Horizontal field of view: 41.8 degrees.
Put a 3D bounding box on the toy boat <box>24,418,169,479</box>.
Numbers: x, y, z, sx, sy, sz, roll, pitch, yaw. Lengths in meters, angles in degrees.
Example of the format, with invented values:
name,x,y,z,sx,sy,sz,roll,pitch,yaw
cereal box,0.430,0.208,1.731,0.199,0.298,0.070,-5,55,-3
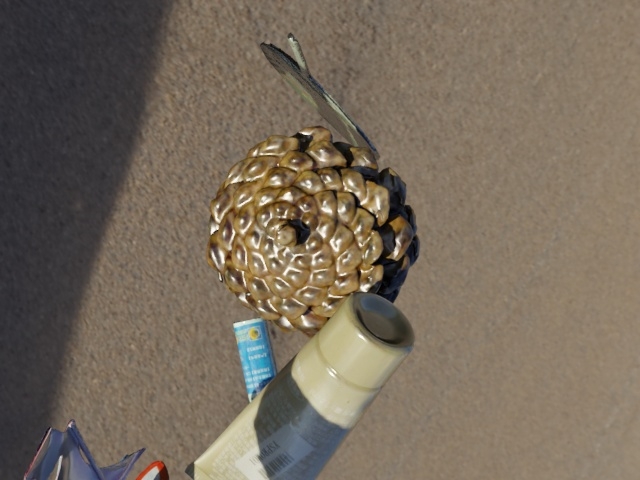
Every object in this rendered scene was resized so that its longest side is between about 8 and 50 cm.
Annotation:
name,x,y,z,sx,sy,sz,roll,pitch,yaw
toy boat,-0.242,0.321,0.893,0.318,0.071,0.219,67,37,-66

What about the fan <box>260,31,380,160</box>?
name,x,y,z,sx,sy,sz,roll,pitch,yaw
fan,-0.023,-0.214,1.118,0.012,0.223,0.294,-45,139,-1

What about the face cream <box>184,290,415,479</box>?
name,x,y,z,sx,sy,sz,roll,pitch,yaw
face cream,-0.025,0.196,0.901,0.341,0.137,0.084,-55,174,31

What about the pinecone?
name,x,y,z,sx,sy,sz,roll,pitch,yaw
pinecone,-0.013,0.000,0.976,0.243,0.244,0.257,-31,171,-16

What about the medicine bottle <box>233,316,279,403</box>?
name,x,y,z,sx,sy,sz,roll,pitch,yaw
medicine bottle,-0.079,0.201,1.166,0.051,0.051,0.191,-7,81,-33
